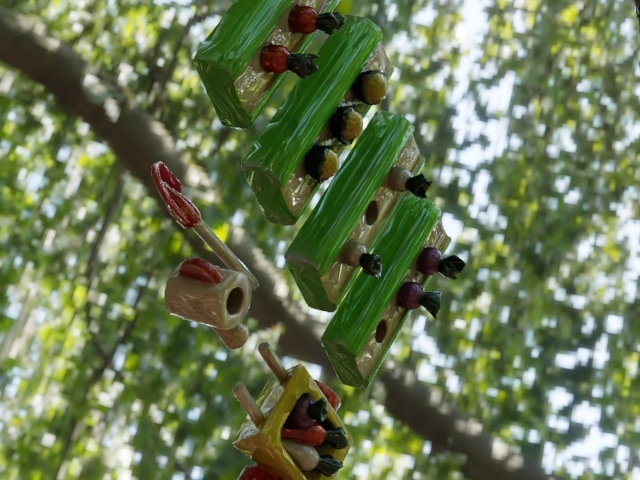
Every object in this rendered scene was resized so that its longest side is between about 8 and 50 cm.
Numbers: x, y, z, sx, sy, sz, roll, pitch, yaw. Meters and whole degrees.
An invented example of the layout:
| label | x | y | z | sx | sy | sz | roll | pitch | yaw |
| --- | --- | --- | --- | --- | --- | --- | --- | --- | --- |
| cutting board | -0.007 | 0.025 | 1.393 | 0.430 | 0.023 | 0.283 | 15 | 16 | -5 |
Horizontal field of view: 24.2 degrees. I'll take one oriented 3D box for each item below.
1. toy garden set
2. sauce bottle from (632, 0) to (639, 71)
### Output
| label | x | y | z | sx | sy | sz | roll | pitch | yaw |
| --- | --- | --- | --- | --- | --- | --- | --- | --- | --- |
| toy garden set | 0.000 | 0.000 | 0.730 | 0.049 | 0.204 | 0.244 | 13 | -35 | 31 |
| sauce bottle | 0.122 | -0.120 | 0.530 | 0.042 | 0.128 | 0.042 | -7 | 1 | 0 |
